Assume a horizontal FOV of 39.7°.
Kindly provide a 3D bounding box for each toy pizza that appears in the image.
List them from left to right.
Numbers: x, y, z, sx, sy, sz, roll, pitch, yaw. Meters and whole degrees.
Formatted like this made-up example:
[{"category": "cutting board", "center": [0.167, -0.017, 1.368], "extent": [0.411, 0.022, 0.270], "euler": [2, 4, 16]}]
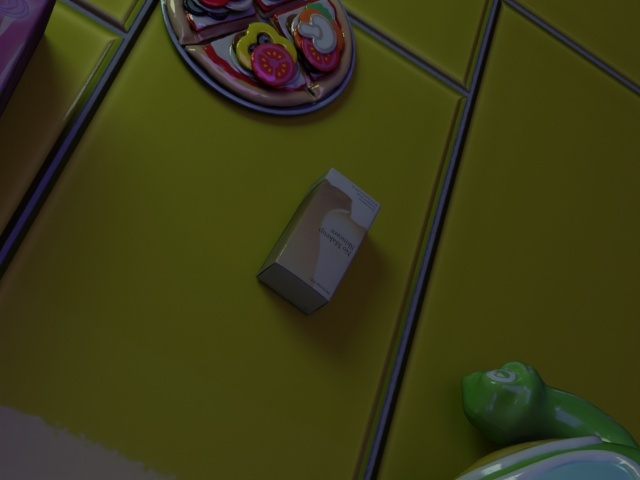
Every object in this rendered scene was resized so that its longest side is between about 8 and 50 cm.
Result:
[{"category": "toy pizza", "center": [-0.051, -0.211, 0.832], "extent": [0.201, 0.032, 0.201], "euler": [12, 63, -25]}]

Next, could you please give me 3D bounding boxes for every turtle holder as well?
[{"category": "turtle holder", "center": [0.181, 0.234, 0.640], "extent": [0.227, 0.243, 0.320], "euler": [12, 71, -6]}]

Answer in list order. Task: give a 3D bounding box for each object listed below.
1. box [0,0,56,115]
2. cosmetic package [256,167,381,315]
[{"category": "box", "center": [-0.318, -0.137, 0.595], "extent": [0.214, 0.117, 0.243], "euler": [25, 59, -18]}, {"category": "cosmetic package", "center": [0.000, 0.000, 0.760], "extent": [0.060, 0.041, 0.115], "euler": [36, 55, -12]}]
